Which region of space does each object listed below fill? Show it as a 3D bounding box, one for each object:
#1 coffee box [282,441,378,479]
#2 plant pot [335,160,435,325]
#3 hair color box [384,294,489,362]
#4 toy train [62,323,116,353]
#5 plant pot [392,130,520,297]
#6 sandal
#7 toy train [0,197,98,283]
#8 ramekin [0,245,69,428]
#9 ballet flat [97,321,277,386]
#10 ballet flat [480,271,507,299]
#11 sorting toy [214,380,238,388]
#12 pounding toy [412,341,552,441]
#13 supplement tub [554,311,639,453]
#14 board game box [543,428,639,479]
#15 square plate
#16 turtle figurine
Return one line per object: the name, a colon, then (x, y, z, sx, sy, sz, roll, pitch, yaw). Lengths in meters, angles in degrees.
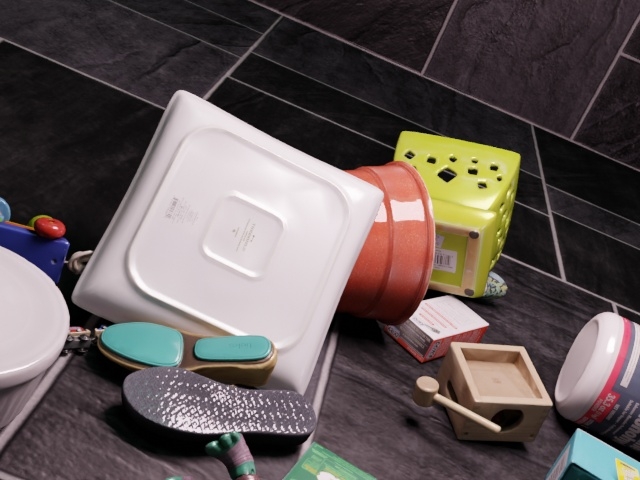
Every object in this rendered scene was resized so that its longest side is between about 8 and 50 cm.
coffee box: (-0.003, 0.319, 1.095, 0.113, 0.040, 0.184, 29, 26, 11)
plant pot: (0.000, 0.000, 1.483, 0.265, 0.272, 0.272, 2, 32, -24)
hair color box: (0.198, 0.147, 1.584, 0.167, 0.053, 0.093, -5, 38, -48)
toy train: (-0.319, 0.128, 1.209, 0.158, 0.027, 0.036, 0, 24, -42)
plant pot: (0.220, -0.034, 1.673, 0.228, 0.227, 0.207, 12, 42, 12)
sandal: (-0.128, 0.223, 1.167, 0.254, 0.054, 0.097, 15, 39, -22)
toy train: (-0.386, 0.007, 1.314, 0.248, 0.105, 0.143, 16, 14, -18)
ramekin: (-0.429, 0.110, 1.032, 0.273, 0.127, 0.273, 20, 26, -10)
ballet flat: (-0.173, 0.159, 1.216, 0.232, 0.073, 0.080, 6, 41, -1)
ballet flat: (0.260, 0.070, 1.776, 0.188, 0.070, 0.070, 22, 24, 18)
sorting toy: (-0.118, 0.209, 1.239, 0.083, 0.012, 0.062, 29, 26, 11)
pounding toy: (0.225, 0.246, 1.385, 0.206, 0.094, 0.181, 5, 35, -16)
supplement tub: (0.540, 0.252, 1.516, 0.272, 0.191, 0.191, 25, 26, 3)
board game box: (0.367, 0.398, 1.016, 0.336, 0.253, 0.079, 29, 25, 9)
square plate: (-0.113, 0.001, 1.300, 0.344, 0.347, 0.049, 26, -19, -10)
turtle figurine: (-0.068, 0.323, 0.957, 0.175, 0.118, 0.234, -32, 60, -12)
